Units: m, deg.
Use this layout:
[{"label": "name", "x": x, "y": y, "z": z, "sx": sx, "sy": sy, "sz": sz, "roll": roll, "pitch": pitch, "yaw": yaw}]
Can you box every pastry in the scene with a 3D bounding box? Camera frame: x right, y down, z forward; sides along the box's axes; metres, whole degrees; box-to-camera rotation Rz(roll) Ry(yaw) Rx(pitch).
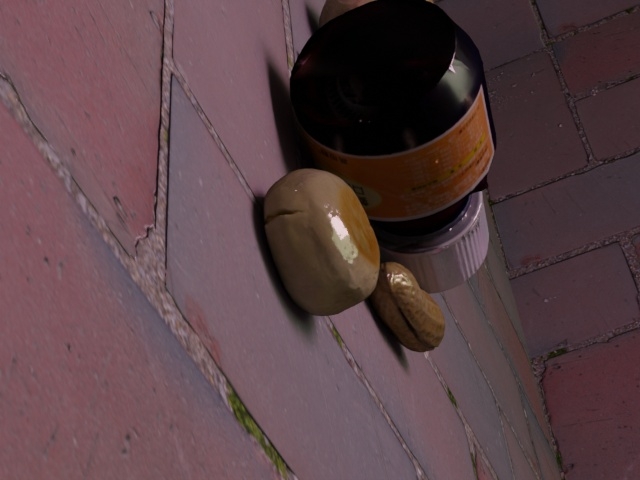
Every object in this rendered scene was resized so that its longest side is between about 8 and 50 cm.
[{"label": "pastry", "x": 0.000, "y": 0.000, "z": 1.342, "sx": 0.156, "sy": 0.092, "sz": 0.156, "roll": 54, "pitch": 18, "yaw": -28}]

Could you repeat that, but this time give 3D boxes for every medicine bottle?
[{"label": "medicine bottle", "x": 0.119, "y": -0.099, "z": 1.675, "sx": 0.395, "sy": 0.242, "sz": 0.242, "roll": 65, "pitch": 12, "yaw": -47}]

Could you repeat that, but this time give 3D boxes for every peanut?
[{"label": "peanut", "x": 0.113, "y": 0.086, "z": 1.724, "sx": 0.174, "sy": 0.080, "sz": 0.080, "roll": 53, "pitch": 20, "yaw": -47}]

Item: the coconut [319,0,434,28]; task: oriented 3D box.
[{"label": "coconut", "x": 0.082, "y": -0.322, "z": 2.038, "sx": 0.194, "sy": 0.194, "sz": 0.194, "roll": -21, "pitch": 90, "yaw": -78}]
